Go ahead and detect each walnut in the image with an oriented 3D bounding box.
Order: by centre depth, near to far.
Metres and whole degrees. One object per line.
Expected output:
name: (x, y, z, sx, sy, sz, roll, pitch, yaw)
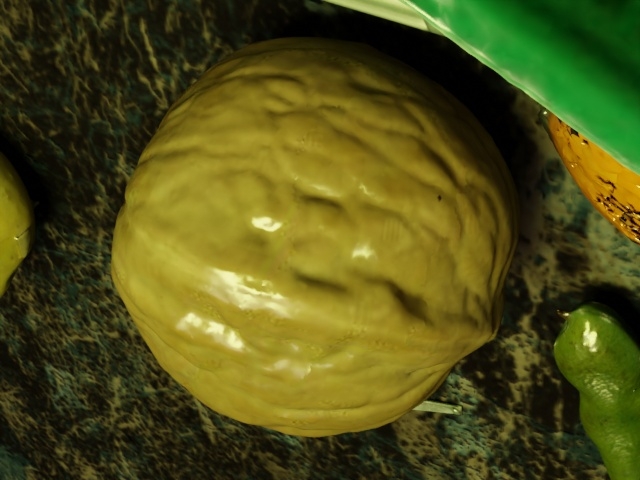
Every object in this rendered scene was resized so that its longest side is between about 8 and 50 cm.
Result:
walnut: (0.000, 0.000, 0.810, 0.228, 0.228, 0.228, 20, 139, 19)

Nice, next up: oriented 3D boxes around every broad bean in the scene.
broad bean: (0.196, 0.131, 0.922, 0.052, 0.052, 0.256, -21, 123, 4)

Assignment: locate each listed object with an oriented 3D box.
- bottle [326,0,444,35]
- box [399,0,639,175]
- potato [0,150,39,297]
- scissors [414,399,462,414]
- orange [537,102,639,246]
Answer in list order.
bottle: (0.017, -0.154, 0.741, 0.254, 0.079, 0.096, 18, 149, 20)
box: (0.164, -0.117, 0.437, 0.337, 0.264, 0.106, 35, 177, -10)
potato: (-0.349, -0.058, 1.058, 0.300, 0.140, 0.173, 33, 135, -6)
scissors: (0.018, 0.113, 1.064, 0.189, 0.015, 0.100, 6, 131, 30)
orange: (0.201, -0.084, 0.599, 0.234, 0.182, 0.234, 6, 116, 12)
